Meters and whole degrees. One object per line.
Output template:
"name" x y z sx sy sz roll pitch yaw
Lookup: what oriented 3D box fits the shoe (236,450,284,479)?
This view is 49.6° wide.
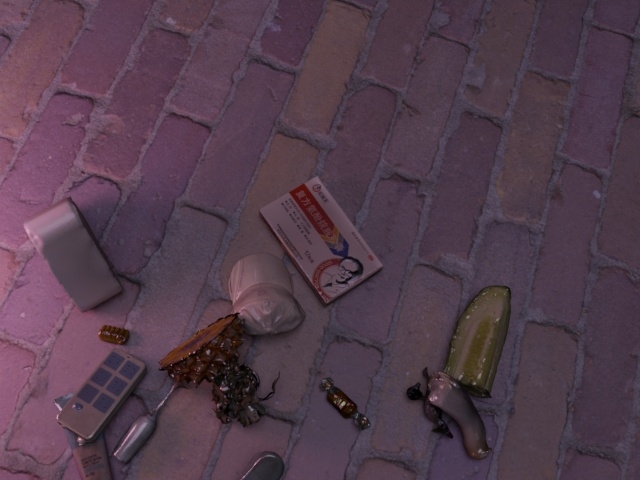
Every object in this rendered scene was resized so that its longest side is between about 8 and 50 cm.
"shoe" -0.176 0.651 1.797 0.103 0.100 0.251 34 93 6

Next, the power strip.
"power strip" -0.582 0.411 1.849 0.118 0.046 0.270 27 59 12

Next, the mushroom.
"mushroom" 0.384 0.474 1.890 0.278 0.099 0.096 57 39 -9

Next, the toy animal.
"toy animal" 0.311 0.462 1.928 0.105 0.070 0.202 -21 70 -27

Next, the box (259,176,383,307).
"box" 0.000 0.000 2.077 0.214 0.069 0.353 -31 77 -16

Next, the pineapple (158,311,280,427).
"pineapple" -0.253 0.370 1.853 0.263 0.262 0.271 -34 99 -16

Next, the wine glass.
"wine glass" -0.460 0.481 1.852 0.074 0.074 0.262 34 71 8

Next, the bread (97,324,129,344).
"bread" -0.581 0.263 1.939 0.088 0.033 0.049 14 63 1

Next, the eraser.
"eraser" -0.710 0.001 1.935 0.150 0.331 0.331 -30 75 -13

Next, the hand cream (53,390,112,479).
"hand cream" -0.606 0.537 1.817 0.111 0.070 0.312 -20 69 -14

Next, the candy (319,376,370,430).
"candy" 0.066 0.454 1.918 0.053 0.046 0.182 -41 76 -19

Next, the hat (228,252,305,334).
"hat" -0.156 0.147 1.969 0.220 0.164 0.225 -7 91 -9

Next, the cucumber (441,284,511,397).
"cucumber" 0.463 0.284 1.994 0.145 0.105 0.325 11 66 28
